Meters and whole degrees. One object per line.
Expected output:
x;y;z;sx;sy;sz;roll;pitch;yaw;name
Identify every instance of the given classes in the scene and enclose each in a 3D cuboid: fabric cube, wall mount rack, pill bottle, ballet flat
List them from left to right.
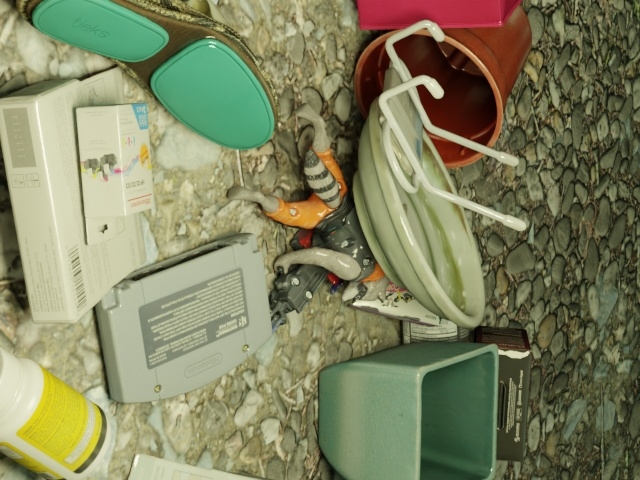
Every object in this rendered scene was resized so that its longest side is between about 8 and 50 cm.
-0.376;0.224;1.614;0.208;0.119;0.119;47;60;-44;pill bottle
-0.222;-0.294;1.716;0.483;0.164;0.182;29;41;-49;ballet flat
0.213;0.138;2.329;0.130;0.130;0.245;-17;109;-49;pill bottle
0.204;-0.512;2.067;0.259;0.254;0.258;-53;138;-54;fabric cube
0.198;-0.166;1.957;0.304;0.130;0.350;58;22;-27;wall mount rack

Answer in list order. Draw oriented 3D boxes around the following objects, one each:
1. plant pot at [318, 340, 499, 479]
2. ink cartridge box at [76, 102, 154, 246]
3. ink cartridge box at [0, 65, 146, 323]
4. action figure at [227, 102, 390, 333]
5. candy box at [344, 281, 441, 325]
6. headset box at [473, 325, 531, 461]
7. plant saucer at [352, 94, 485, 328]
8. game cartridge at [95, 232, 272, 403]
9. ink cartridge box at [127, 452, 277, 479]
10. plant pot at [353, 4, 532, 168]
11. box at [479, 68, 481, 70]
0.135;0.301;2.158;0.248;0.252;0.247;-10;102;-50;plant pot
-0.268;-0.088;1.652;0.104;0.062;0.181;-30;118;-73;ink cartridge box
-0.326;-0.069;1.677;0.261;0.066;0.296;-51;138;-69;ink cartridge box
0.000;0.000;2.013;0.330;0.178;0.341;49;54;-31;action figure
0.146;0.041;2.210;0.165;0.070;0.196;14;82;-10;candy box
0.346;0.295;2.430;0.293;0.110;0.218;-28;121;-82;headset box
0.143;-0.035;2.015;0.400;0.100;0.400;52;24;-36;plant saucer
-0.198;0.121;1.857;0.297;0.062;0.198;-21;116;-42;game cartridge
-0.182;0.511;1.960;0.385;0.091;0.308;21;79;-34;ink cartridge box
0.236;-0.312;2.207;0.265;0.272;0.272;-53;133;-44;plant pot
0.292;-0.360;2.421;0.109;0.042;0.178;-13;105;-49;box
